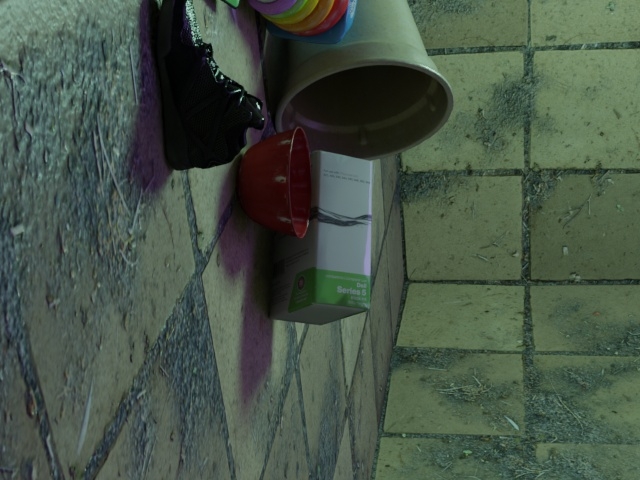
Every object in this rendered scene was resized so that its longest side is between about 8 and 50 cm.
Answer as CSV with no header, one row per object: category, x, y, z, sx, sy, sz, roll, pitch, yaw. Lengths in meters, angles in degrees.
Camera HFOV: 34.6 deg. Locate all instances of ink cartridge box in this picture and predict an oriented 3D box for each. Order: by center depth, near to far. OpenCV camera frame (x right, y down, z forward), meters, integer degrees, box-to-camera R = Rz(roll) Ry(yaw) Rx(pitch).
ink cartridge box,0.000,0.000,1.828,0.198,0.115,0.272,154,-59,-62

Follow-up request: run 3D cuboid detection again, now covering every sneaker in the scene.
sneaker,-0.134,-0.202,1.283,0.087,0.130,0.227,-62,148,-73

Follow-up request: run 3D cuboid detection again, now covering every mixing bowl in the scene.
mixing bowl,-0.078,-0.093,1.666,0.181,0.098,0.181,0,90,-81

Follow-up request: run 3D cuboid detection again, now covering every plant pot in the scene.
plant pot,0.063,-0.363,1.967,0.334,0.334,0.305,69,11,-63

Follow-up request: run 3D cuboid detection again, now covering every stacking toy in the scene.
stacking toy,-0.067,-0.421,1.677,0.302,0.166,0.175,-14,113,-64

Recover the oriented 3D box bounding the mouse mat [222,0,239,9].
mouse mat,-0.149,-0.423,1.454,0.190,0.007,0.152,8,86,-70
